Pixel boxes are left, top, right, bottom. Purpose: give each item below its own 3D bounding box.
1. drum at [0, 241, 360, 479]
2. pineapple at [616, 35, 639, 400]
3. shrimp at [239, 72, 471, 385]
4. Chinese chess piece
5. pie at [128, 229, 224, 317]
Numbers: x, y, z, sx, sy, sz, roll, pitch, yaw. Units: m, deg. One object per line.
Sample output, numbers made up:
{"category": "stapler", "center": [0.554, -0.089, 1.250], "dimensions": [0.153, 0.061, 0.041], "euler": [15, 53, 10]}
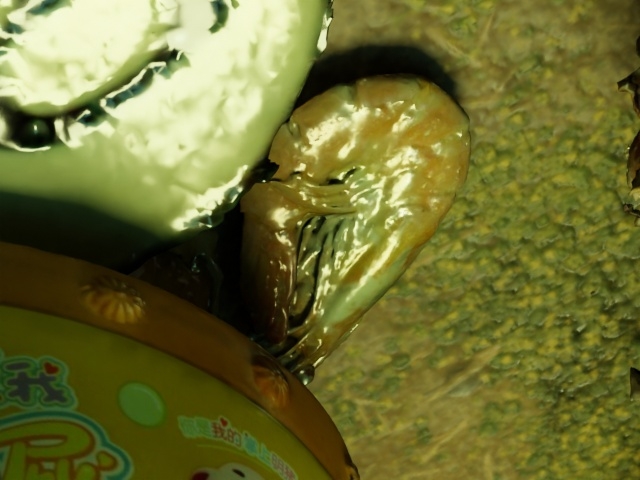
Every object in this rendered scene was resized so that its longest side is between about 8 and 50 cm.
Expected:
{"category": "drum", "center": [-0.180, 0.210, 0.871], "dimensions": [0.431, 0.214, 0.431], "euler": [0, 138, 0]}
{"category": "pineapple", "center": [0.259, 0.020, 1.035], "dimensions": [0.263, 0.262, 0.271], "euler": [-10, 150, -9]}
{"category": "shrimp", "center": [-0.001, -0.001, 1.018], "dimensions": [0.115, 0.051, 0.217], "euler": [20, 117, -21]}
{"category": "Chinese chess piece", "center": [-0.162, -0.132, 0.818], "dimensions": [0.349, 0.146, 0.349], "euler": [-8, 126, -11]}
{"category": "pie", "center": [-0.178, 0.047, 0.992], "dimensions": [0.282, 0.068, 0.128], "euler": [-4, 126, -19]}
